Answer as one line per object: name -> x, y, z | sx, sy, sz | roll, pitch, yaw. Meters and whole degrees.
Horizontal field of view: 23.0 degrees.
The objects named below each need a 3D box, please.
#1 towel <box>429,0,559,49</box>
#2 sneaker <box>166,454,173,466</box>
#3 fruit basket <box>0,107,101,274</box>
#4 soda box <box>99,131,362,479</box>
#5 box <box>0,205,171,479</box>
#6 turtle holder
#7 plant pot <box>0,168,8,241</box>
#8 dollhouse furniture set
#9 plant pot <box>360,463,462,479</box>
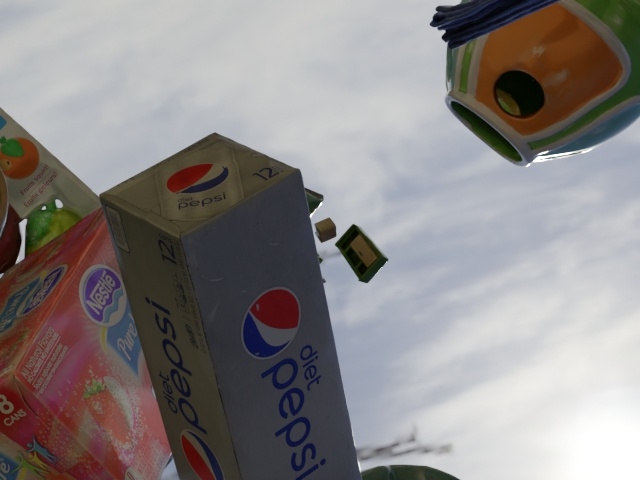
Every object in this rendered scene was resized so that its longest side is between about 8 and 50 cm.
towel -> 0.273, -0.256, 1.316 | 0.336, 0.040, 0.243 | -27, -175, -19
sneaker -> -0.184, 0.184, 1.963 | 0.122, 0.330, 0.146 | 36, -172, 12
fruit basket -> -0.422, 0.042, 2.100 | 0.327, 0.353, 0.165 | -47, -164, -4
soda box -> -0.051, 0.081, 1.030 | 0.098, 0.286, 0.091 | -32, -143, -29
box -> -0.194, 0.107, 1.214 | 0.154, 0.142, 0.300 | -32, -162, 23
turtle holder -> 0.234, -0.206, 1.683 | 0.227, 0.243, 0.320 | -51, -155, -2
plant pot -> -0.455, -0.011, 1.701 | 0.237, 0.110, 0.237 | 4, -132, -5
dollhouse furniture set -> 0.000, 0.000, 1.645 | 0.076, 0.152, 0.058 | -48, -128, 15
plant pot -> 0.020, 0.379, 1.583 | 0.341, 0.341, 0.334 | -30, 176, -31
